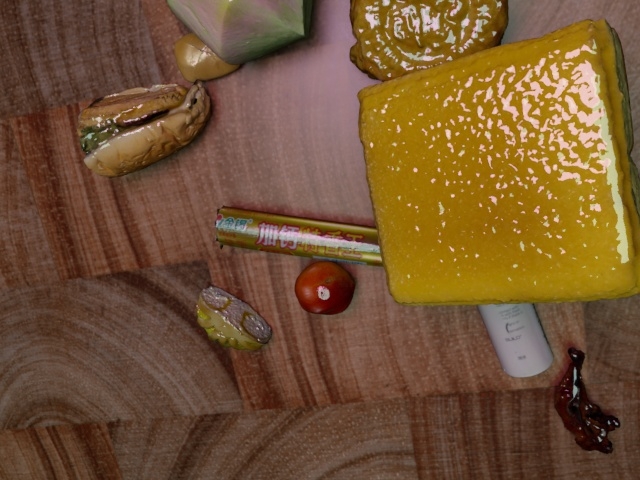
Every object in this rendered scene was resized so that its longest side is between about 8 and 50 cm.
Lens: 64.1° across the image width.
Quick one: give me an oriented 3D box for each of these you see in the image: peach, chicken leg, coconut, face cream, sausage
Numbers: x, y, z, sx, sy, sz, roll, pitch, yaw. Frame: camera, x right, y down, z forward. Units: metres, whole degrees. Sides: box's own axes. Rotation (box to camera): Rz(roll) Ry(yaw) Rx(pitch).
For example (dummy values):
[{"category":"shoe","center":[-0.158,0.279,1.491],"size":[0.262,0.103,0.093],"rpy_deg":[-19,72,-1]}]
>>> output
[{"category":"peach","center":[0.010,0.085,0.910],"size":[0.100,0.101,0.101],"rpy_deg":[3,105,10]},{"category":"chicken leg","center":[0.464,0.292,0.908],"size":[0.089,0.048,0.219],"rpy_deg":[-28,98,13]},{"category":"coconut","center":[-0.110,-0.374,0.755],"size":[0.235,0.236,0.205],"rpy_deg":[37,124,-1]},{"category":"face cream","center":[0.297,0.075,0.860],"size":[0.092,0.092,0.312],"rpy_deg":[-22,99,15]},{"category":"sausage","center":[0.000,0.000,0.901],"size":[0.370,0.082,0.082],"rpy_deg":[8,106,8]}]

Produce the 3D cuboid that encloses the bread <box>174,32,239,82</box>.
[{"category":"bread","center":[-0.194,-0.315,0.863],"size":[0.115,0.056,0.082],"rpy_deg":[-8,104,12]}]

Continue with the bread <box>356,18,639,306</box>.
[{"category":"bread","center":[0.230,-0.076,0.666],"size":[0.332,0.143,0.324],"rpy_deg":[-6,96,34]}]

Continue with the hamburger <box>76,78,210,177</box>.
[{"category":"hamburger","center":[-0.286,-0.183,0.871],"size":[0.207,0.155,0.136],"rpy_deg":[-11,125,4]}]

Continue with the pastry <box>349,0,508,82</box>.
[{"category":"pastry","center":[0.152,-0.326,0.757],"size":[0.235,0.132,0.240],"rpy_deg":[-42,94,17]}]

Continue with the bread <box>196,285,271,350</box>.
[{"category":"bread","center":[-0.181,0.160,0.981],"size":[0.094,0.083,0.157],"rpy_deg":[-39,96,29]}]
